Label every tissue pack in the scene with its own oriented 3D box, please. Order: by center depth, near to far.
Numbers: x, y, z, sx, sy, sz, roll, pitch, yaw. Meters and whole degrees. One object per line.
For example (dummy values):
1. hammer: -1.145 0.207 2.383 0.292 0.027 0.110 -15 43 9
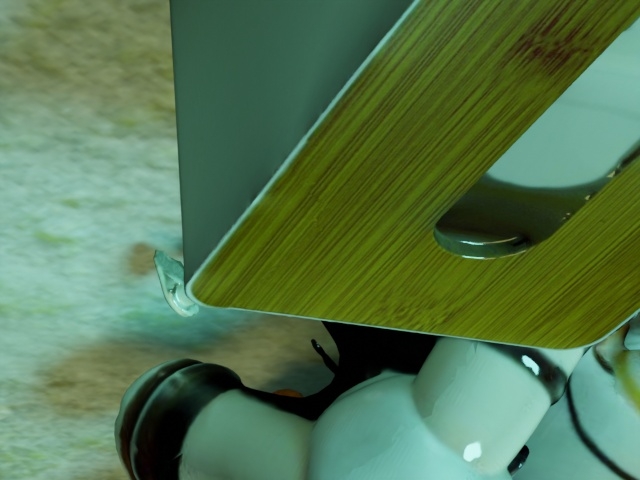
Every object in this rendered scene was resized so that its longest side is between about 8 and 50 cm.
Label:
1. tissue pack: 0.069 -0.087 0.536 0.159 0.136 0.246 8 146 -25

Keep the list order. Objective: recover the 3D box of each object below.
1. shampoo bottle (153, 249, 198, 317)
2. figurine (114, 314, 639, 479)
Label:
1. shampoo bottle: 0.000 0.000 0.758 0.152 0.045 0.077 -25 138 23
2. figurine: 0.081 0.141 0.875 0.320 0.196 0.323 -25 137 16
